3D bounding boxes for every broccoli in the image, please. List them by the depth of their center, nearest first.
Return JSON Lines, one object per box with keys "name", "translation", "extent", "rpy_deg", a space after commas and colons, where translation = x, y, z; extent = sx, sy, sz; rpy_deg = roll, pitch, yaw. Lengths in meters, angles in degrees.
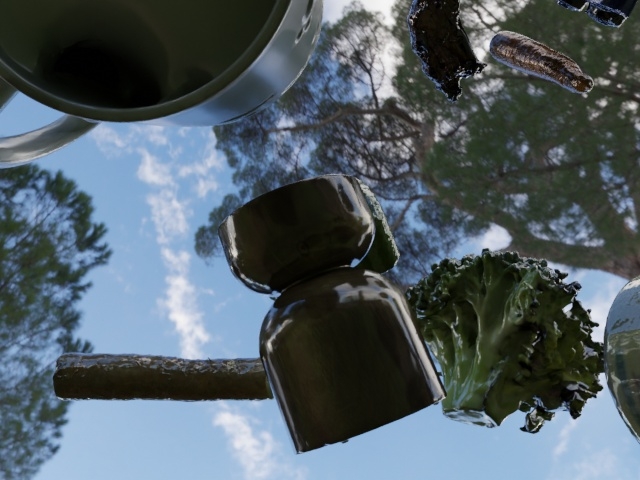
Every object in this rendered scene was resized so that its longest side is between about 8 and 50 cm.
{"name": "broccoli", "translation": [0.295, 0.171, 1.058], "extent": [0.324, 0.334, 0.272], "rpy_deg": [23, -109, -47]}

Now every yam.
{"name": "yam", "translation": [-0.229, 0.207, 0.968], "extent": [0.357, 0.081, 0.081], "rpy_deg": [-2, -60, 8]}

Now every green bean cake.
{"name": "green bean cake", "translation": [0.000, 0.000, 1.155], "extent": [0.248, 0.222, 0.125], "rpy_deg": [-26, -60, 1]}

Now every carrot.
{"name": "carrot", "translation": [0.362, -0.291, 1.045], "extent": [0.059, 0.248, 0.059], "rpy_deg": [-14, -54, -20]}

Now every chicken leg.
{"name": "chicken leg", "translation": [0.188, -0.310, 0.980], "extent": [0.105, 0.063, 0.234], "rpy_deg": [-7, -45, 30]}

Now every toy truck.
{"name": "toy truck", "translation": [0.466, -0.477, 1.107], "extent": [0.177, 0.213, 0.161], "rpy_deg": [-1, -55, -35]}

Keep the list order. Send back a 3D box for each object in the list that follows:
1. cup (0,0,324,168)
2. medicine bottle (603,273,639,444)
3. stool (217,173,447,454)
{"name": "cup", "translation": [-0.161, -0.192, 0.560], "extent": [0.357, 0.274, 0.259], "rpy_deg": [-43, -88, 11]}
{"name": "medicine bottle", "translation": [0.474, 0.089, 0.536], "extent": [0.236, 0.235, 0.406], "rpy_deg": [12, -20, -16]}
{"name": "stool", "translation": [0.009, 0.082, 0.717], "extent": [0.179, 0.179, 0.264], "rpy_deg": [-23, -103, 3]}
